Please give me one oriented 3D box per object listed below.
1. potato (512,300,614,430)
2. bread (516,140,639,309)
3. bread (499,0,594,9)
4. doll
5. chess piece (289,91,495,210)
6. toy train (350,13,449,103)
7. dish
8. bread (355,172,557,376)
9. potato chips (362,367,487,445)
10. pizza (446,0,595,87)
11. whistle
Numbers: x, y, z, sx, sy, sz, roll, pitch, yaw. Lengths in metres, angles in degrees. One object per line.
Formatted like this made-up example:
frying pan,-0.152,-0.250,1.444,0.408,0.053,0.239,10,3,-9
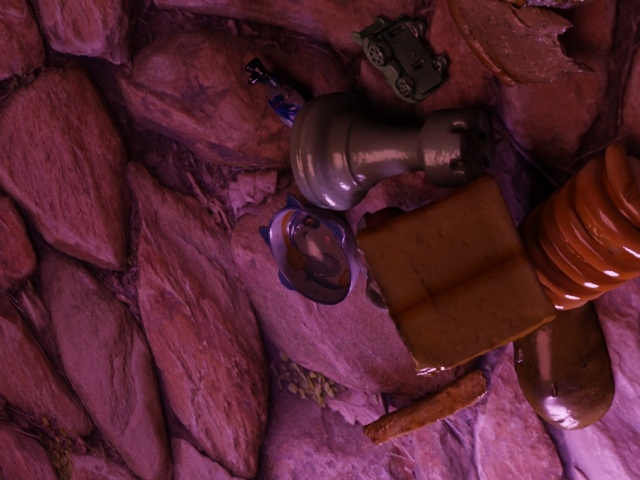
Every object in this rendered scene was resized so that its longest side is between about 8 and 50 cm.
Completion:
potato,0.376,0.204,1.903,0.160,0.111,0.272,5,123,41
bread,0.391,0.000,1.718,0.173,0.121,0.311,49,145,6
bread,0.290,-0.383,1.514,0.260,0.158,0.156,37,124,39
doll,-0.052,-0.242,2.035,0.195,0.070,0.096,43,171,17
chess piece,0.119,-0.143,1.855,0.299,0.194,0.195,2,120,35
toy train,0.123,-0.283,1.806,0.149,0.099,0.081,55,155,-5
dish,0.000,0.000,2.150,0.236,0.086,0.228,-9,110,49
bread,0.180,0.062,1.798,0.233,0.245,0.361,65,171,2
potato chips,0.215,0.309,2.177,0.407,0.080,0.057,-39,72,54
pizza,0.277,-0.278,1.639,0.262,0.034,0.181,32,156,43
whistle,0.116,0.031,1.901,0.133,0.346,0.142,-20,101,10
